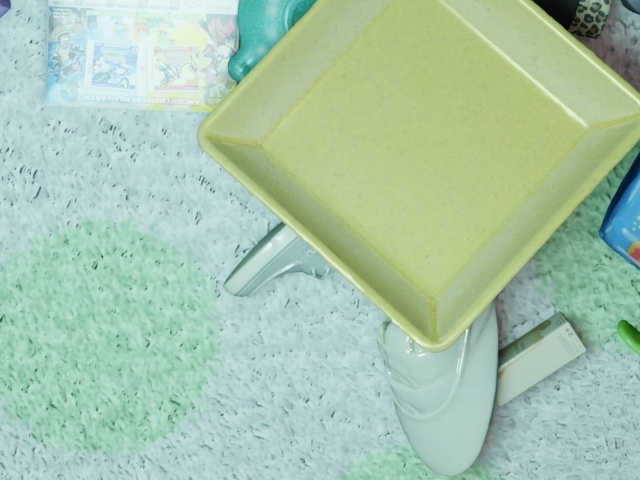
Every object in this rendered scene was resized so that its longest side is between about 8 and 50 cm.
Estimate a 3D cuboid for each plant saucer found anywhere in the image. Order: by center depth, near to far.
[{"bbox_3d":[0.104,-0.107,1.833,0.333,0.081,0.333,42,84,8],"label":"plant saucer"}]

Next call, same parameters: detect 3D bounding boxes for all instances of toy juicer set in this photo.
[{"bbox_3d":[0.012,-0.221,1.924,0.209,0.089,0.329,19,93,-21],"label":"toy juicer set"}]

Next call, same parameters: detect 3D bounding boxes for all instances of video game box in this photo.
[{"bbox_3d":[-0.185,-0.231,1.924,0.205,0.048,0.187,3,99,-3],"label":"video game box"}]

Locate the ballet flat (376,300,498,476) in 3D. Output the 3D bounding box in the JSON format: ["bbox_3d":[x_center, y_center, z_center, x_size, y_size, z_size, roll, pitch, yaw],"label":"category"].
[{"bbox_3d":[0.122,0.058,1.946,0.139,0.139,0.400,7,98,-4],"label":"ballet flat"}]

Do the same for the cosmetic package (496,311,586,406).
[{"bbox_3d":[0.231,0.130,2.011,0.115,0.060,0.041,-34,100,2],"label":"cosmetic package"}]

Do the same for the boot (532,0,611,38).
[{"bbox_3d":[0.224,-0.326,1.909,0.179,0.085,0.236,6,107,-6],"label":"boot"}]

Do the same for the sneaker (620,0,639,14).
[{"bbox_3d":[0.426,-0.270,1.900,0.224,0.098,0.083,-6,104,-16],"label":"sneaker"}]

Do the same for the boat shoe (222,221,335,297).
[{"bbox_3d":[0.000,0.000,1.963,0.227,0.079,0.081,-39,96,2],"label":"boat shoe"}]

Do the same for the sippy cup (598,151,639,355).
[{"bbox_3d":[0.426,-0.021,1.920,0.224,0.240,0.305,30,74,2],"label":"sippy cup"}]

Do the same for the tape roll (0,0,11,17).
[{"bbox_3d":[-0.430,-0.298,1.782,0.090,0.275,0.275,-42,100,5],"label":"tape roll"}]
